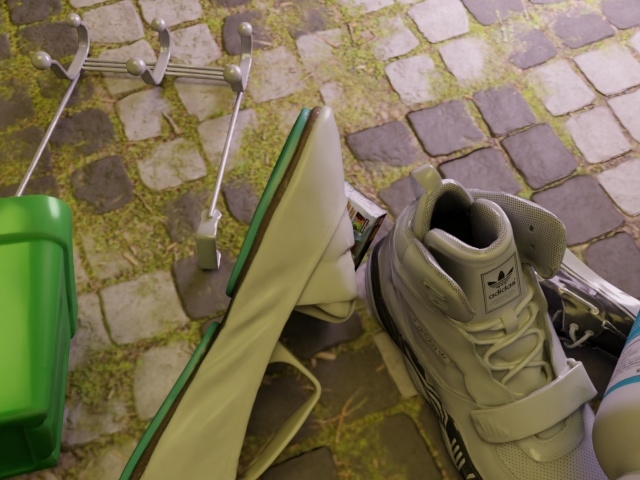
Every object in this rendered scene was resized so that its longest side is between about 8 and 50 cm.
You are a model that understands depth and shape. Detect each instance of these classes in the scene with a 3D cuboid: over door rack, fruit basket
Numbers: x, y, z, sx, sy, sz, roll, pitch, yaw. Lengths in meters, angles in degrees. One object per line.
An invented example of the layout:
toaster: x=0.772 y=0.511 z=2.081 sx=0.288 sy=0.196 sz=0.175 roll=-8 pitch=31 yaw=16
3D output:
over door rack: x=-0.210 y=-0.135 z=0.820 sx=0.239 sy=0.108 sz=0.325 roll=4 pitch=61 yaw=2
fruit basket: x=-0.404 y=0.040 z=0.621 sx=0.391 sy=0.283 sz=0.392 roll=8 pitch=58 yaw=-12

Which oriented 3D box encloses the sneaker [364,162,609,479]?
sneaker: x=0.163 y=0.102 z=0.634 sx=0.137 sy=0.210 sz=0.366 roll=-26 pitch=65 yaw=-15

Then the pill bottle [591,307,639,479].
pill bottle: x=0.305 y=0.122 z=0.557 sx=0.146 sy=0.146 sz=0.264 roll=30 pitch=55 yaw=15

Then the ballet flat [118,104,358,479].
ballet flat: x=-0.044 y=0.079 z=0.653 sx=0.139 sy=0.139 sz=0.401 roll=25 pitch=87 yaw=12

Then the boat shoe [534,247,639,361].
boat shoe: x=0.265 y=0.076 z=0.733 sx=0.070 sy=0.078 sz=0.219 roll=-35 pitch=59 yaw=-19

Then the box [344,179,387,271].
box: x=0.000 y=0.000 z=0.735 sx=0.094 sy=0.137 sz=0.027 roll=40 pitch=34 yaw=20
